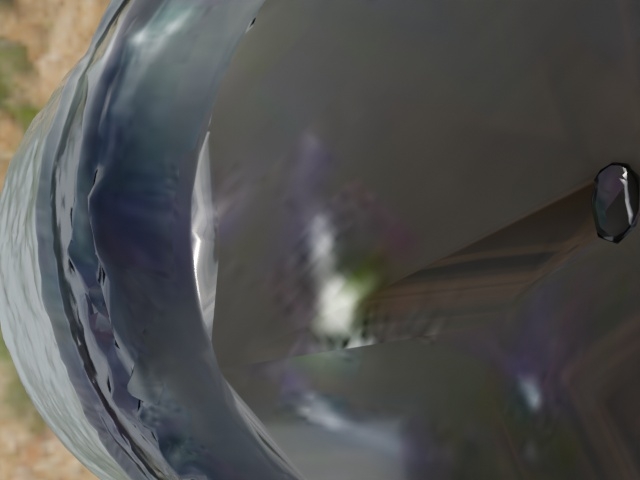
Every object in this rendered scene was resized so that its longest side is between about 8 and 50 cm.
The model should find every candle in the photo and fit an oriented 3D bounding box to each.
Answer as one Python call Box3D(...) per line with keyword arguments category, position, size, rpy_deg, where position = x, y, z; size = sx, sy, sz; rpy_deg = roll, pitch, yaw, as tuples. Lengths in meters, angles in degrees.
Box3D(category="candle", position=(0.000, 0.000, 0.606), size=(0.342, 0.221, 0.221), rpy_deg=(171, 93, -72))
